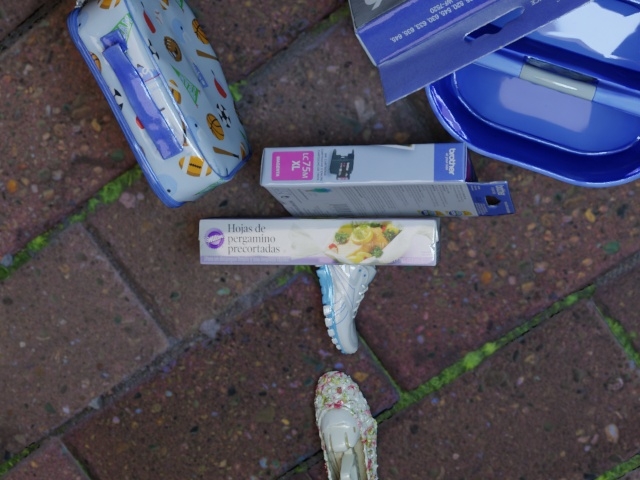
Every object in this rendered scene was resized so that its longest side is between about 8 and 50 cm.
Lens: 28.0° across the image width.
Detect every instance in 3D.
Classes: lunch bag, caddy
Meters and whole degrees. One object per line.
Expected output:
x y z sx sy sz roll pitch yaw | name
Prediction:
-0.210 -0.201 1.674 0.115 0.243 0.303 -26 100 17 | lunch bag
0.297 -0.207 1.599 0.341 0.179 0.241 18 108 7 | caddy

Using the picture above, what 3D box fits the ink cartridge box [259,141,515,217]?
0.095 -0.075 1.676 0.311 0.186 0.065 2 78 13 | ink cartridge box

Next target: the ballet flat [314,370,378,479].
0.042 0.309 1.854 0.091 0.077 0.241 -10 103 15 | ballet flat

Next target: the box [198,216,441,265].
0.000 0.000 1.723 0.323 0.067 0.063 0 93 12 | box

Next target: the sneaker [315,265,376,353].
0.041 0.067 1.791 0.082 0.071 0.191 -9 104 8 | sneaker

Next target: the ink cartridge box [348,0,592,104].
0.172 -0.346 1.535 0.303 0.307 0.072 -26 133 17 | ink cartridge box
